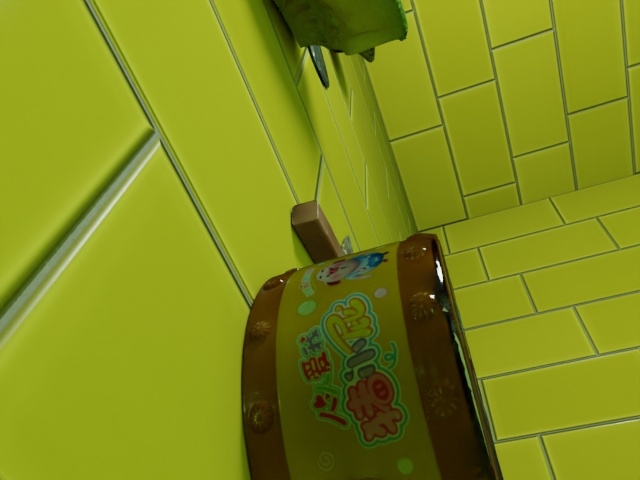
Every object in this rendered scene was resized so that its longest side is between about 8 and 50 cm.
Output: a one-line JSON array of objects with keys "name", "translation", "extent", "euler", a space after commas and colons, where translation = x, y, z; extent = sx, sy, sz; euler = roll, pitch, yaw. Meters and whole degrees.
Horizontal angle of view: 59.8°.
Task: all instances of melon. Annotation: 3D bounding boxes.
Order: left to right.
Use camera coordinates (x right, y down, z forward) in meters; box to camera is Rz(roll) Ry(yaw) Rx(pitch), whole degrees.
[{"name": "melon", "translation": [-0.018, -0.524, 1.108], "extent": [0.331, 0.226, 0.343], "euler": [39, -7, 29]}]

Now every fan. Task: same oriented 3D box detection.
[{"name": "fan", "translation": [-0.017, -0.502, 1.475], "extent": [0.294, 0.012, 0.223], "euler": [-84, 156, -58]}]

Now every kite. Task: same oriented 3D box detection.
[{"name": "kite", "translation": [0.060, 0.053, 1.155], "extent": [0.229, 0.016, 0.127], "euler": [-14, 86, -77]}]

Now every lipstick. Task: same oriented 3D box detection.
[{"name": "lipstick", "translation": [0.000, 0.000, 0.900], "extent": [0.145, 0.045, 0.045], "euler": [62, 21, -46]}]

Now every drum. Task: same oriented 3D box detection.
[{"name": "drum", "translation": [0.089, 0.213, 0.670], "extent": [0.431, 0.214, 0.431], "euler": [-16, 90, -78]}]

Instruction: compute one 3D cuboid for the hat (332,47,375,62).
[{"name": "hat", "translation": [0.080, -0.691, 1.832], "extent": [0.265, 0.128, 0.266], "euler": [163, -90, -89]}]
